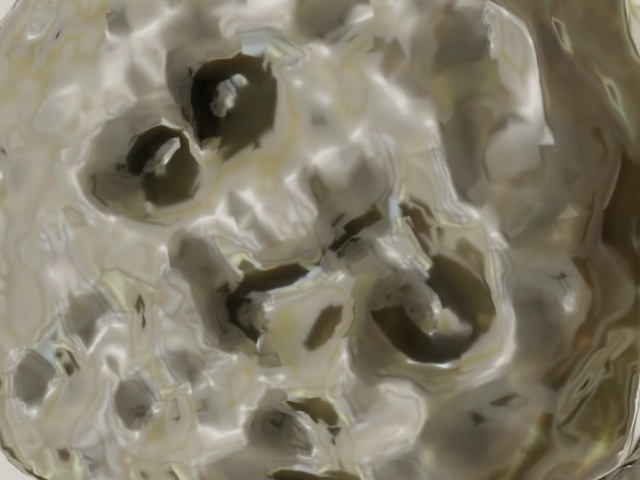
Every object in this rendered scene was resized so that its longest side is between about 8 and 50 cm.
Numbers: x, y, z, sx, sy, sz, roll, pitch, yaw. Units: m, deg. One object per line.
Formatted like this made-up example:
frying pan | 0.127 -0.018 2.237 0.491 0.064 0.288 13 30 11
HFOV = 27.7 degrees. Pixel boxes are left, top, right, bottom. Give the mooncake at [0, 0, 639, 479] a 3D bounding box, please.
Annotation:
mooncake | 0.000 0.000 0.379 0.124 0.228 0.228 -3 -84 -63
